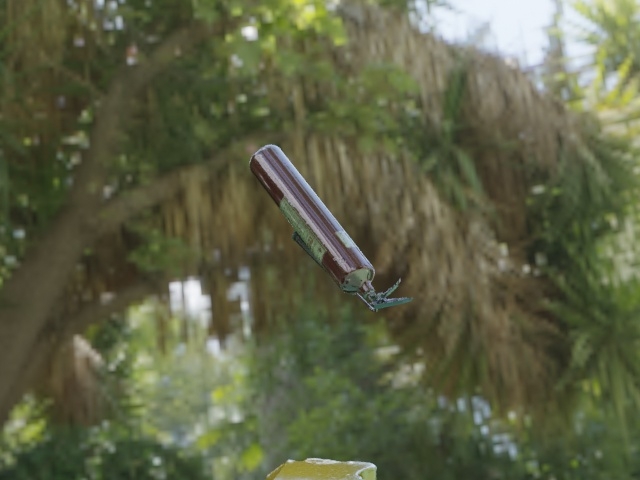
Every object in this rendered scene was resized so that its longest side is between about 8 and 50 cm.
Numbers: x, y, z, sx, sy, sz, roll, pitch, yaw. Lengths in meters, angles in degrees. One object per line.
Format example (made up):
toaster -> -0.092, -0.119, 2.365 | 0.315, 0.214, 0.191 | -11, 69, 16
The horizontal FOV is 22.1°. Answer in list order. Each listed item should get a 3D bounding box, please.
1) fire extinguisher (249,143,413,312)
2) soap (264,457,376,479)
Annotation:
fire extinguisher -> 0.000, 0.000, 1.211 | 0.035, 0.173, 0.049 | -4, -45, -42
soap -> -0.020, 0.309, 1.428 | 0.140, 0.232, 0.073 | 1, 11, 7
